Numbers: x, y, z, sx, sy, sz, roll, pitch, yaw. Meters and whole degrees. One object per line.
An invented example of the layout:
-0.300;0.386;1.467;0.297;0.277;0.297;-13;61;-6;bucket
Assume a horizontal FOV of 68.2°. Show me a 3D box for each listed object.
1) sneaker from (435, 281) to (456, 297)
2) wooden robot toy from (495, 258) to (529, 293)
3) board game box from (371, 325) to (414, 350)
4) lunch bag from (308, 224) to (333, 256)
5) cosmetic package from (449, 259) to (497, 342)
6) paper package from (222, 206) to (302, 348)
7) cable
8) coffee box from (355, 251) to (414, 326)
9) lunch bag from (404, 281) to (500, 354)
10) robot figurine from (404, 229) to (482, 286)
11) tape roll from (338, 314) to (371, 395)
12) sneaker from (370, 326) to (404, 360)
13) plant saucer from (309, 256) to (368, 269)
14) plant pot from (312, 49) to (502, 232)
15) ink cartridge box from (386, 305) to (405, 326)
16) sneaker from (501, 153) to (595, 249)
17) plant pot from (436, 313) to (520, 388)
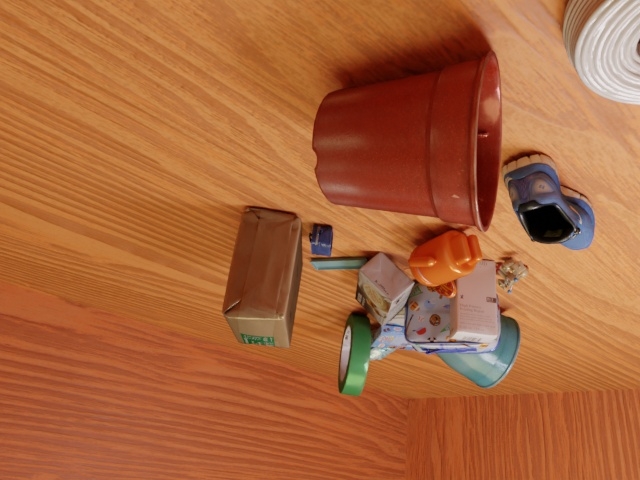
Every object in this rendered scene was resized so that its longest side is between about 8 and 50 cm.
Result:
0.361;0.115;1.390;0.067;0.175;0.064;19;108;-19;sneaker
0.565;0.087;1.371;0.079;0.076;0.173;-29;152;-6;wooden robot toy
0.316;0.380;1.830;0.211;0.039;0.160;6;148;-8;board game box
0.000;0.000;1.326;0.065;0.067;0.098;5;153;5;lunch bag
0.436;0.169;1.356;0.117;0.231;0.085;6;154;2;cosmetic package
-0.152;0.123;1.344;0.168;0.310;0.325;8;155;2;paper package
0.458;-0.282;0.608;0.257;0.089;0.257;-9;149;31;cable
0.195;0.159;1.489;0.141;0.098;0.246;45;162;20;coffee box
0.412;0.249;1.510;0.303;0.243;0.115;-7;149;27;lunch bag
0.326;0.050;1.269;0.128;0.158;0.219;49;144;-5;robot figurine
0.136;0.468;1.939;0.077;0.321;0.321;10;154;-4;tape roll
0.270;0.451;2.021;0.135;0.150;0.366;39;149;-2;sneaker
0.066;0.073;1.511;0.192;0.018;0.067;-3;151;20;plant saucer
0.145;-0.157;0.786;0.265;0.272;0.272;4;155;26;plant pot
0.272;0.241;1.711;0.148;0.086;0.203;-7;151;28;ink cartridge box
0.492;-0.042;1.014;0.330;0.147;0.129;28;148;-35;sneaker
0.512;0.342;1.672;0.255;0.272;0.272;26;151;-5;plant pot
